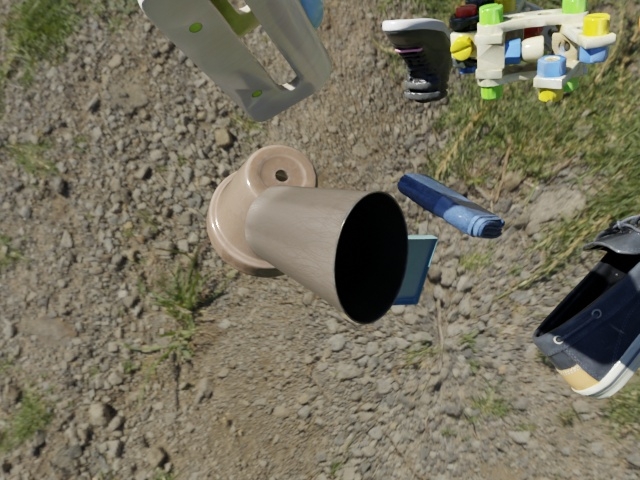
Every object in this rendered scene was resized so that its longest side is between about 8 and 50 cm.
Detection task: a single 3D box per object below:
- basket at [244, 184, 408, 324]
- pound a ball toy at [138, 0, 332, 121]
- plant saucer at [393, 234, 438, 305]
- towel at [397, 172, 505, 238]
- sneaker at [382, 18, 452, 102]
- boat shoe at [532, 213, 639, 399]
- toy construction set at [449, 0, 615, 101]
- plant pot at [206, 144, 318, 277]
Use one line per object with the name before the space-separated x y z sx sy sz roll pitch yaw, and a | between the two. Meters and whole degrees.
basket | 0.000 0.000 0.953 0.227 0.154 0.204 20 127 44
pound a ball toy | -0.100 -0.275 0.578 0.136 0.319 0.208 -30 74 8
plant saucer | 0.168 0.057 1.162 0.067 0.192 0.018 -2 47 -8
towel | 0.146 -0.038 0.700 0.119 0.067 0.029 37 113 32
sneaker | 0.202 -0.355 1.242 0.104 0.296 0.147 10 100 27
boat shoe | 0.539 0.026 1.036 0.156 0.187 0.500 36 89 6
toy construction set | 0.300 -0.288 0.868 0.215 0.328 0.151 5 111 25
plant pot | -0.106 -0.081 1.317 0.263 0.229 0.263 6 65 -12
